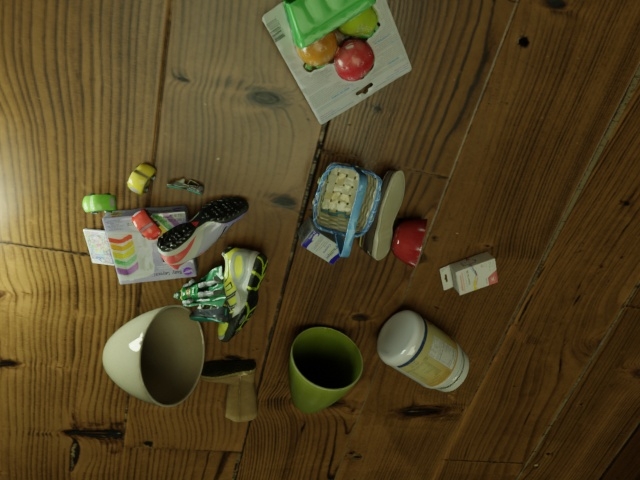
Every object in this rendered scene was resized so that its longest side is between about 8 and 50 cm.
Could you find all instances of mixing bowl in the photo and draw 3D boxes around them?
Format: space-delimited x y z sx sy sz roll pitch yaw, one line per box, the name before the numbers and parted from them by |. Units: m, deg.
mixing bowl | 0.305 -0.001 1.540 0.098 0.181 0.181 15 113 8

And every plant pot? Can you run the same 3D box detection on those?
plant pot | -0.014 0.533 1.691 0.275 0.274 0.293 9 128 -14

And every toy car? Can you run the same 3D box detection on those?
toy car | -0.609 -0.115 1.331 0.225 0.053 0.239 -4 90 -7

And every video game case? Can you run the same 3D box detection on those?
video game case | -0.720 0.022 1.430 0.087 0.011 0.122 5 117 15

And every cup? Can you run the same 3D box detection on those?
cup | -0.592 0.390 1.506 0.237 0.331 0.331 -5 118 21

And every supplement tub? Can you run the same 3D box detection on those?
supplement tub | 0.403 0.437 1.714 0.316 0.228 0.228 35 105 -23

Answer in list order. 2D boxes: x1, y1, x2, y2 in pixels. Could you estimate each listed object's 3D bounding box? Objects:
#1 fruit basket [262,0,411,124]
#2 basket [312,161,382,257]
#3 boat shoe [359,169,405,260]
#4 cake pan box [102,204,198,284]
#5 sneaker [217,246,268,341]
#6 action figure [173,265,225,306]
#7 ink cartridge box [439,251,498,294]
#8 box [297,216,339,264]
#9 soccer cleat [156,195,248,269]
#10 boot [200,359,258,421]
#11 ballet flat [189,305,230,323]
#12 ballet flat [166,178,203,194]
fruit basket | 0.058 -0.561 1.252 0.327 0.165 0.353 -31 132 6
basket | 0.082 -0.112 1.366 0.201 0.289 0.254 9 112 -13
boat shoe | 0.204 -0.093 1.497 0.117 0.097 0.324 -18 127 -42
cake pan box | -0.546 0.015 1.446 0.267 0.070 0.245 -5 118 -8
sneaker | -0.304 0.187 1.549 0.147 0.145 0.384 25 112 10
action figure | -0.423 0.175 1.499 0.232 0.137 0.063 -17 155 35
ink cartridge box | 0.570 0.134 1.688 0.198 0.067 0.115 -20 117 0
box | 0.000 0.000 1.496 0.137 0.126 0.072 32 105 -21
soccer cleat | -0.364 -0.029 1.402 0.318 0.109 0.116 -37 146 -25
boot | -0.364 0.609 1.745 0.236 0.089 0.269 1 116 -10
ballet flat | -0.375 0.245 1.499 0.203 0.074 0.074 -7 127 44
ballet flat | -0.428 -0.176 1.395 0.114 0.041 0.041 13 112 -15
